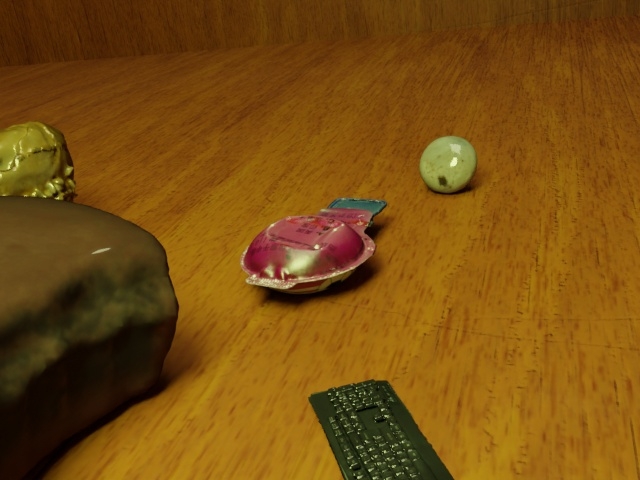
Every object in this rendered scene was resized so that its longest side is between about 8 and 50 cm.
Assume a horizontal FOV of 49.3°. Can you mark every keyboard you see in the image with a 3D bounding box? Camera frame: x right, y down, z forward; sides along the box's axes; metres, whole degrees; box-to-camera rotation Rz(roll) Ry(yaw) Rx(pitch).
[{"bbox_3d":[0.050,0.158,0.503,0.074,0.015,0.196,-13,25,-12],"label":"keyboard"}]

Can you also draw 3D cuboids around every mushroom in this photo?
[{"bbox_3d":[0.185,-0.102,0.981,0.085,0.085,0.079,16,-9,42],"label":"mushroom"}]

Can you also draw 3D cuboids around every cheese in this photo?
[{"bbox_3d":[0.000,0.000,0.808,0.155,0.062,0.244,6,27,27],"label":"cheese"}]

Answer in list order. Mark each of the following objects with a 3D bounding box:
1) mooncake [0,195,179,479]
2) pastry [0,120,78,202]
[{"bbox_3d":[-0.285,0.085,0.568,0.333,0.174,0.326,-1,22,-8],"label":"mooncake"},{"bbox_3d":[-0.453,-0.055,0.945,0.255,0.162,0.311,-31,21,-22],"label":"pastry"}]
